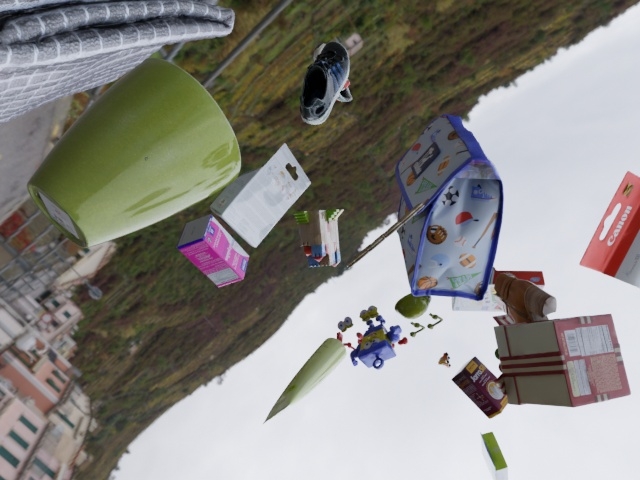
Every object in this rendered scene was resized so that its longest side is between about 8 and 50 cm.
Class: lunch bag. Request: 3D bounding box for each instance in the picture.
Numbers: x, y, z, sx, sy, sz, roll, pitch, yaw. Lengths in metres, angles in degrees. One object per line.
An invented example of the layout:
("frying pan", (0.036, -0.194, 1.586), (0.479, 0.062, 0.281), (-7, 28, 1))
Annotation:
("lunch bag", (0.319, -0.095, 1.235), (0.239, 0.385, 0.327), (3, -147, -2))

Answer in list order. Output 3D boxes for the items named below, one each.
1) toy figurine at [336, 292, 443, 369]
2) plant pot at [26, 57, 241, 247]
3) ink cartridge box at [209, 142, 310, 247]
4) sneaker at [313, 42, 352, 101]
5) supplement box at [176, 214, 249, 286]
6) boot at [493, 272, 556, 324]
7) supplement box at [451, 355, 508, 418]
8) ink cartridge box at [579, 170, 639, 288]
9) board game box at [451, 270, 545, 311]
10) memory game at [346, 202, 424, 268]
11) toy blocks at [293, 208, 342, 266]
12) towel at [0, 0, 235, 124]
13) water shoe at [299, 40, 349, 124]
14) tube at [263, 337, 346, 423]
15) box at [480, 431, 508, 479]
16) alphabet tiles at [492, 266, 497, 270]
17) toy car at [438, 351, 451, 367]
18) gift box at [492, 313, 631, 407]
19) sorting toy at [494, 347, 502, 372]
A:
("toy figurine", (0.221, 0.337, 1.553), (0.363, 0.191, 0.217), (-28, -157, 21))
("plant pot", (-0.342, -0.128, 0.857), (0.293, 0.274, 0.275), (-48, -164, -31))
("ink cartridge box", (-0.145, -0.115, 1.214), (0.066, 0.189, 0.232), (30, -102, 30))
("sneaker", (0.039, -0.411, 1.188), (0.075, 0.161, 0.057), (32, -110, 37))
("supplement box", (-0.348, 0.038, 1.581), (0.114, 0.220, 0.111), (-17, -138, 22))
("boot", (0.660, 0.261, 1.603), (0.109, 0.283, 0.220), (-15, -157, -20))
("supplement box", (0.584, 0.529, 1.737), (0.104, 0.188, 0.080), (-32, 161, -36))
("ink cartridge box", (0.993, -0.007, 1.450), (0.091, 0.385, 0.308), (42, -67, 59))
("board game box", (0.698, 0.206, 1.925), (0.317, 0.242, 0.064), (0, -124, 8))
("memory game", (0.120, -0.010, 0.898), (0.186, 0.012, 0.186), (-39, 176, -3))
("toy blocks", (0.000, 0.000, 2.115), (0.191, 0.260, 0.381), (-4, -178, 16))
("towel", (-0.239, -0.186, 0.421), (0.235, 0.121, 0.284), (-11, -159, 40))
("water shoe", (0.011, -0.329, 0.959), (0.080, 0.073, 0.203), (70, 32, -67))
("tube", (-0.026, 0.287, 0.999), (0.062, 0.070, 0.240), (12, -152, 28))
("box", (0.520, 0.653, 1.439), (0.042, 0.178, 0.109), (-18, -136, 4))
("alphabet tiles", (0.733, 0.112, 2.112), (0.021, 0.278, 0.284), (-40, -143, 8))
("toy car", (0.454, 0.439, 1.787), (0.041, 0.122, 0.060), (-13, -117, 21))
("gift box", (0.634, 0.323, 1.340), (0.277, 0.255, 0.258), (3, 164, -20))
("sorting toy", (0.670, 0.431, 1.746), (0.061, 0.042, 0.101), (-15, -121, 14))
